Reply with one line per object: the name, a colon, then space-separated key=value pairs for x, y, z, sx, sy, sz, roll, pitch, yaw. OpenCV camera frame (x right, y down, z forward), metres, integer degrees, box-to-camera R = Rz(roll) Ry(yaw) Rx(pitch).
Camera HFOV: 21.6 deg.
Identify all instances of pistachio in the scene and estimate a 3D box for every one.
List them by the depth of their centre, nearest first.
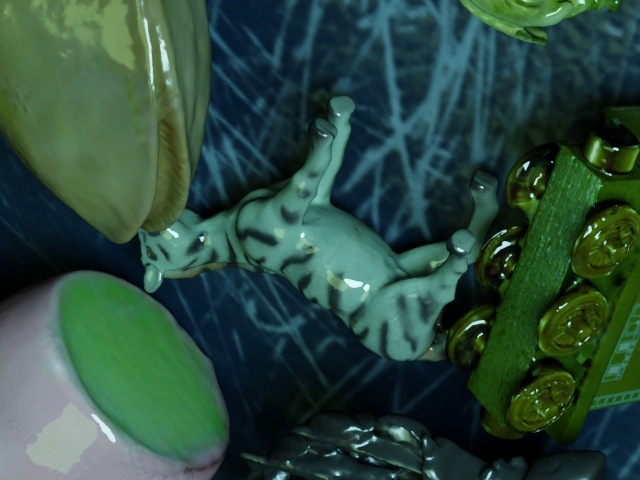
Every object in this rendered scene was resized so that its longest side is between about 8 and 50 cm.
pistachio: x=-0.144 y=-0.132 z=1.038 sx=0.260 sy=0.163 sz=0.213 roll=62 pitch=159 yaw=8

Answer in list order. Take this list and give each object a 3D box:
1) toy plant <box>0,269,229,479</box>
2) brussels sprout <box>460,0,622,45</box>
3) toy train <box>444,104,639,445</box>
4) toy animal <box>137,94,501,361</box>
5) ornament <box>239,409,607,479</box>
toy plant: x=-0.225 y=0.193 z=1.203 sx=0.356 sy=0.210 sz=0.317 roll=-43 pitch=135 yaw=17
brussels sprout: x=0.120 y=-0.199 z=0.965 sx=0.181 sy=0.100 sz=0.139 roll=43 pitch=119 yaw=19
toy train: x=0.167 y=0.024 z=1.018 sx=0.090 sy=0.137 sz=0.225 roll=50 pitch=135 yaw=41
toy animal: x=-0.001 y=-0.015 z=1.096 sx=0.255 sy=0.090 sz=0.170 roll=20 pitch=130 yaw=18
ornament: x=0.048 y=0.174 z=1.096 sx=0.260 sy=0.106 sz=0.251 roll=18 pitch=156 yaw=14
